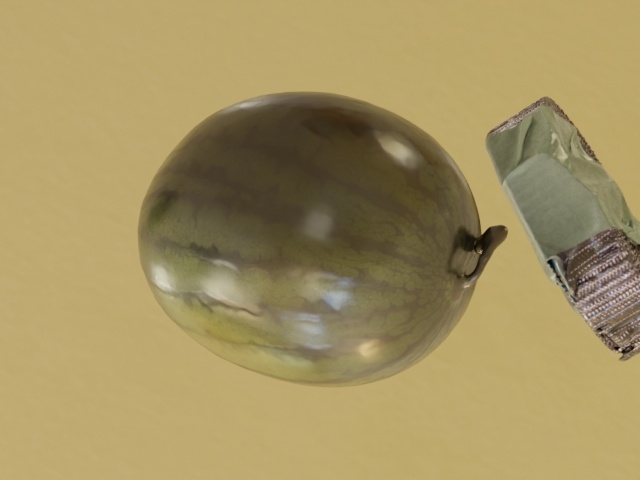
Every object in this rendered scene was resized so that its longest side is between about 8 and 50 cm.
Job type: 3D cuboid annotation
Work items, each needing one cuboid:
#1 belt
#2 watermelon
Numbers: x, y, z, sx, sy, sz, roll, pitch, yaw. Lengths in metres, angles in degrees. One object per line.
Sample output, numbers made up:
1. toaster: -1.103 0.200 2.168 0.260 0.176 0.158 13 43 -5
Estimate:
1. belt: 0.309 -0.021 2.038 0.122 0.324 0.260 -31 151 16
2. watermelon: 0.000 0.000 1.638 0.279 0.359 0.278 -30 127 -50
